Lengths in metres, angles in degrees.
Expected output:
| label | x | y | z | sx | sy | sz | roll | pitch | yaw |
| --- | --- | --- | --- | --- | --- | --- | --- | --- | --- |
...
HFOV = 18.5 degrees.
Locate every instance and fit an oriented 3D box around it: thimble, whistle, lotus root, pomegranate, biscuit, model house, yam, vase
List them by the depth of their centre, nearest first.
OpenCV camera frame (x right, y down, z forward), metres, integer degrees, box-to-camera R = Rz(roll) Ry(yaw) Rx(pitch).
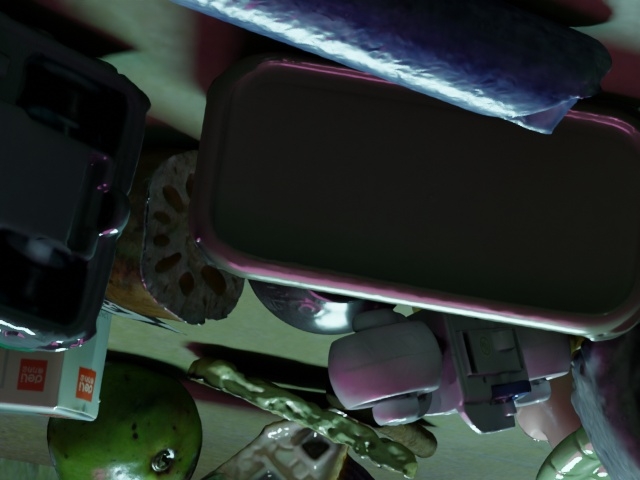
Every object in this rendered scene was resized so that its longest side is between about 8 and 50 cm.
| label | x | y | z | sx | sy | sz | roll | pitch | yaw |
| --- | --- | --- | --- | --- | --- | --- | --- | --- | --- |
| whistle | 0.009 | -0.116 | 0.945 | 0.304 | 0.062 | 0.062 | 17 | 164 | -31 |
| lotus root | -0.105 | -0.003 | 1.353 | 0.081 | 0.122 | 0.112 | -2 | 172 | 44 |
| vase | 0.000 | 0.000 | 1.353 | 0.120 | 0.120 | 0.183 | 11 | -177 | -10 |
| thimble | 0.301 | 0.119 | 1.397 | 0.246 | 0.217 | 0.157 | 28 | 167 | 8 |
| biscuit | -0.025 | 0.191 | 2.181 | 0.274 | 0.036 | 0.187 | 26 | 174 | -10 |
| yam | 0.077 | 0.205 | 2.272 | 0.045 | 0.045 | 0.327 | -18 | 159 | 14 |
| pomegranate | -0.245 | 0.219 | 2.302 | 0.187 | 0.187 | 0.225 | 22 | -174 | -44 |
| model house | -0.009 | 0.317 | 2.339 | 0.237 | 0.237 | 0.202 | 46 | 167 | 11 |

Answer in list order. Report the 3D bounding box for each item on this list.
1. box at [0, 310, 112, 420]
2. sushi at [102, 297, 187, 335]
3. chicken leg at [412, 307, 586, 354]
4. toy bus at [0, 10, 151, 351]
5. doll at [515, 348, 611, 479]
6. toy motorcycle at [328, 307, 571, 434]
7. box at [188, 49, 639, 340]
| label | x | y | z | sx | sy | sz | roll | pitch | yaw |
| --- | --- | --- | --- | --- | --- | --- | --- | --- | --- |
| box | -0.329 | 0.093 | 1.879 | 0.269 | 0.135 | 0.079 | 3 | 169 | 26 |
| sushi | -0.270 | -0.028 | 1.441 | 0.292 | 0.059 | 0.294 | 14 | 169 | 32 |
| chicken leg | 0.168 | 0.063 | 1.498 | 0.228 | 0.103 | 0.088 | 14 | 146 | -34 |
| toy bus | -0.276 | -0.063 | 1.095 | 0.199 | 0.183 | 0.343 | 5 | 166 | 39 |
| doll | 0.284 | 0.150 | 1.627 | 0.284 | 0.216 | 0.268 | -19 | 158 | -21 |
| toy motorcycle | 0.081 | 0.084 | 1.326 | 0.112 | 0.112 | 0.254 | -1 | 180 | 34 |
| box | 0.055 | -0.025 | 1.173 | 0.274 | 0.138 | 0.178 | 11 | 175 | -8 |
